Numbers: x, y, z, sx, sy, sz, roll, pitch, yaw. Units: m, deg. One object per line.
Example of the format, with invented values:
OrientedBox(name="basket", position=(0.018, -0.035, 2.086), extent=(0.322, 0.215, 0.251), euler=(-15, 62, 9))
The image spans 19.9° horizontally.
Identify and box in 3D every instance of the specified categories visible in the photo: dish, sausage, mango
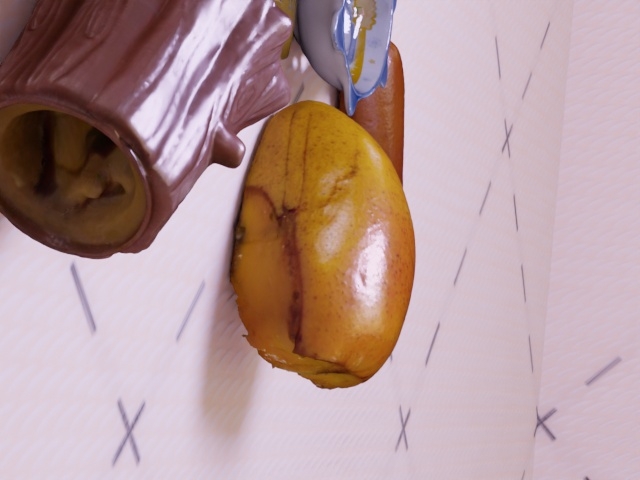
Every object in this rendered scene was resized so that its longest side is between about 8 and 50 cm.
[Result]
OrientedBox(name="dish", position=(0.017, -0.257, 2.123), extent=(0.236, 0.086, 0.228), euler=(16, 80, -72))
OrientedBox(name="sausage", position=(0.066, -0.114, 2.306), extent=(0.089, 0.083, 0.300), euler=(-74, 163, -66))
OrientedBox(name="mango", position=(0.000, 0.000, 2.005), extent=(0.201, 0.199, 0.350), euler=(118, -24, -57))

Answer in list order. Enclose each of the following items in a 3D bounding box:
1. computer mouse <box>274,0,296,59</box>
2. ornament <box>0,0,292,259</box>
OrientedBox(name="computer mouse", position=(-0.068, -0.254, 1.920), extent=(0.245, 0.056, 0.126), euler=(-7, 100, -70))
OrientedBox(name="ornament", position=(-0.167, -0.114, 1.458), extent=(0.235, 0.221, 0.218), euler=(42, 45, -14))
